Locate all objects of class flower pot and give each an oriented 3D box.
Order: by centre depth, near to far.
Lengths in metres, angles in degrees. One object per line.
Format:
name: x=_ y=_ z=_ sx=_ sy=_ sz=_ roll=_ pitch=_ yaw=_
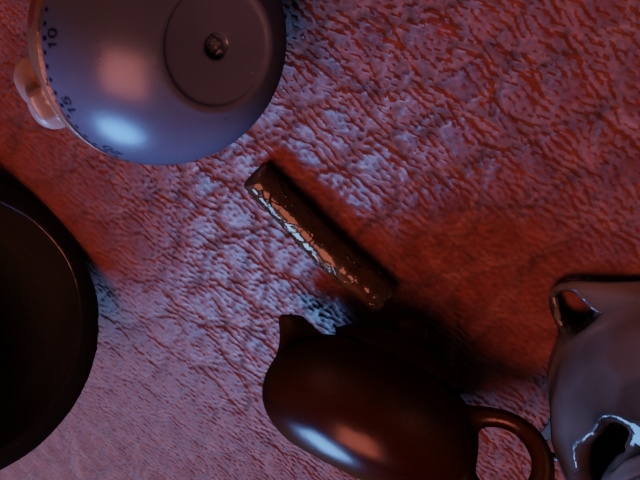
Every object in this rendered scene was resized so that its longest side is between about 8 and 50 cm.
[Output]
flower pot: x=-0.353 y=0.076 z=0.966 sx=0.269 sy=0.269 sz=0.166 roll=50 pitch=156 yaw=-19

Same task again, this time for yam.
yam: x=0.000 y=0.000 z=0.814 sx=0.145 sy=0.032 sz=0.032 roll=44 pitch=137 yaw=-12

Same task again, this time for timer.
timer: x=-0.142 y=-0.125 z=0.684 sx=0.256 sy=0.175 sz=0.175 roll=-1 pitch=129 yaw=33

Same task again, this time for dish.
dish: x=0.277 y=0.160 z=0.737 sx=0.303 sy=0.120 sz=0.303 roll=15 pitch=135 yaw=16

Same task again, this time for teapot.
teapot: x=0.065 y=0.128 z=0.824 sx=0.252 sy=0.135 sz=0.178 roll=22 pitch=175 yaw=22
